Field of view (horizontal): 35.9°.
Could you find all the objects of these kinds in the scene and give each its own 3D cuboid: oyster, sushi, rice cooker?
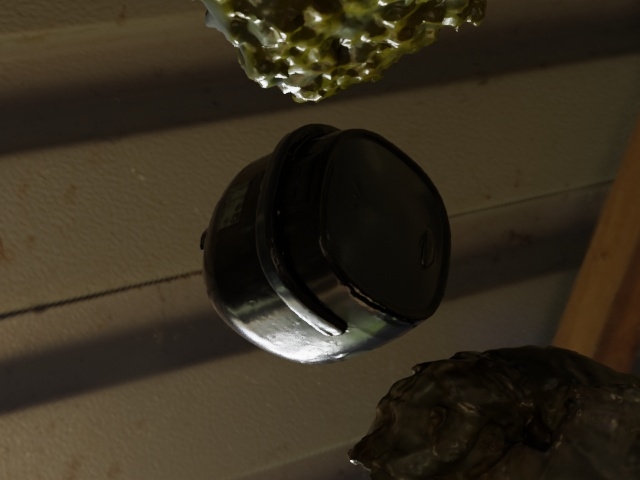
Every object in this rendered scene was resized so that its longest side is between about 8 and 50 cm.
[{"bbox_3d":[0.189,0.154,0.692,0.198,0.337,0.133,-48,-37,-64],"label":"oyster"},{"bbox_3d":[-0.029,-0.322,0.880,0.240,0.396,0.351,-33,-41,18],"label":"sushi"},{"bbox_3d":[0.000,0.009,1.133,0.267,0.224,0.267,18,-117,-40],"label":"rice cooker"}]
